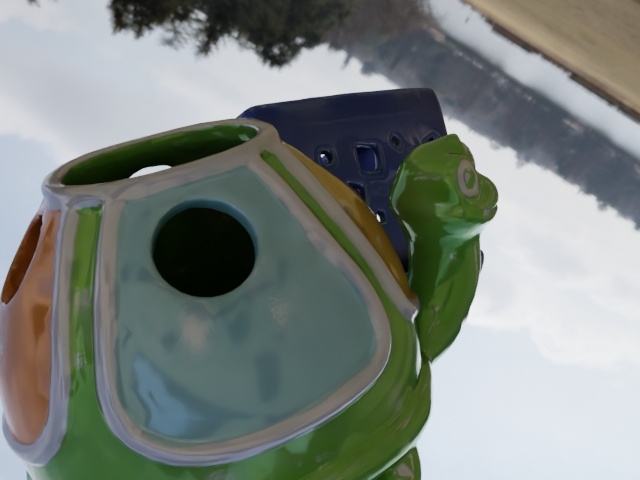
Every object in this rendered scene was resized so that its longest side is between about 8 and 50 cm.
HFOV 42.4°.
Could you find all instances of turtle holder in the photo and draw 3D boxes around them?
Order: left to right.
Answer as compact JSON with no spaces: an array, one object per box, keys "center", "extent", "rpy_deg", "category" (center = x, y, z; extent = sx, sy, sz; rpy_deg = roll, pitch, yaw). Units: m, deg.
[{"center":[-0.036,0.046,0.501],"extent":[0.321,0.227,0.243],"rpy_deg":[-10,-161,6],"category":"turtle holder"}]

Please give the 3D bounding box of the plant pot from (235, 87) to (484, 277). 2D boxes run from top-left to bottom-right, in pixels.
[{"center":[0.000,0.000,0.807],"extent":[0.236,0.236,0.212],"rpy_deg":[-16,-100,-40],"category":"plant pot"}]
